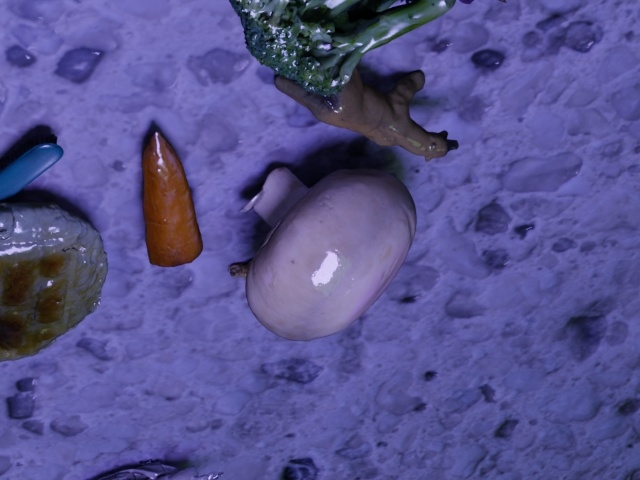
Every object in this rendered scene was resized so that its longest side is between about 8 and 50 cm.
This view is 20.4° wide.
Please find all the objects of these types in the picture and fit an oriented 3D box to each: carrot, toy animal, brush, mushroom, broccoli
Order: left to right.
[{"bbox_3d":[-0.369,-0.069,2.054,0.193,0.032,0.043,-33,146,29],"label":"brush"},{"bbox_3d":[-0.186,-0.054,2.124,0.072,0.072,0.205,-16,138,-9],"label":"carrot"},{"bbox_3d":[0.000,0.000,2.182,0.246,0.202,0.246,-45,178,-2],"label":"mushroom"},{"bbox_3d":[0.019,-0.295,1.817,0.245,0.294,0.265,-2,-175,29],"label":"broccoli"},{"bbox_3d":[0.061,-0.155,2.101,0.219,0.101,0.103,22,121,-40],"label":"toy animal"}]

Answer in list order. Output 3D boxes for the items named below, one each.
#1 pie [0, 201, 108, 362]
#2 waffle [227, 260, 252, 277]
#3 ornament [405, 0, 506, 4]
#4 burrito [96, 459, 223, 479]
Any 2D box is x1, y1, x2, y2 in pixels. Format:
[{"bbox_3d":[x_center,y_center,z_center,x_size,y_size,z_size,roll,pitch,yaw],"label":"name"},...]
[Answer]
[{"bbox_3d":[-0.394,0.066,2.142,0.306,0.071,0.306,-12,145,-9],"label":"pie"},{"bbox_3d":[-0.036,0.018,2.307,0.153,0.023,0.097,8,130,-31],"label":"waffle"},{"bbox_3d":[0.195,-0.304,2.032,0.203,0.088,0.081,-19,166,14],"label":"ornament"},{"bbox_3d":[-0.340,0.421,2.549,0.445,0.101,0.139,-30,135,11],"label":"burrito"}]
